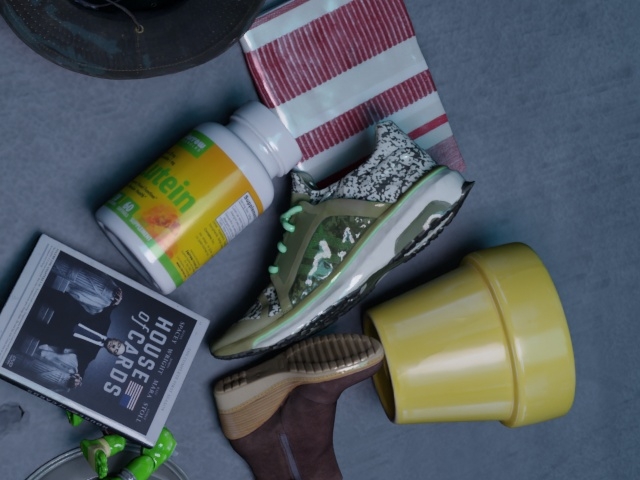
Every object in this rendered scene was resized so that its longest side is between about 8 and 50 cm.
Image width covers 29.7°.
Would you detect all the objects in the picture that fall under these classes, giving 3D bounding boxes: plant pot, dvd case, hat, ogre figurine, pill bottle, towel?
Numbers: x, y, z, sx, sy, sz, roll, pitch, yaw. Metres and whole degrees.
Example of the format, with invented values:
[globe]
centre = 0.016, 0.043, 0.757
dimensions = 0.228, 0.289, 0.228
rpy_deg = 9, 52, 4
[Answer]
[plant pot]
centre = 0.194, 0.149, 1.670
dimensions = 0.239, 0.254, 0.254
rpy_deg = -14, 108, -9
[dvd case]
centre = -0.274, 0.124, 1.475
dimensions = 0.238, 0.029, 0.179
rpy_deg = 29, 67, -15
[hat]
centre = -0.218, -0.338, 1.403
dimensions = 0.331, 0.134, 0.331
rpy_deg = -1, 98, -8
[ogre figurine]
centre = -0.254, 0.223, 1.531
dimensions = 0.118, 0.197, 0.097
rpy_deg = -17, 153, -34
[pill bottle]
centre = -0.145, -0.060, 1.499
dimensions = 0.245, 0.136, 0.136
rpy_deg = -42, 116, -13
[towel]
centre = 0.044, -0.185, 1.627
dimensions = 0.237, 0.037, 0.329
rpy_deg = -29, 111, -16

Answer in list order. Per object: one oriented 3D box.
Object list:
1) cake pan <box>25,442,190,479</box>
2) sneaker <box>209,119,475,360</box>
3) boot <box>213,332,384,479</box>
[cake pan]
centre = -0.282, 0.411, 1.581
dimensions = 0.293, 0.054, 0.293
rpy_deg = -6, 103, -26
[sneaker]
centre = 0.000, 0.000, 1.588
dimensions = 0.410, 0.158, 0.182
rpy_deg = -39, 79, 6
[boot]
centre = -0.005, 0.242, 1.633
dimensions = 0.248, 0.090, 0.207
rpy_deg = -19, 119, 10
